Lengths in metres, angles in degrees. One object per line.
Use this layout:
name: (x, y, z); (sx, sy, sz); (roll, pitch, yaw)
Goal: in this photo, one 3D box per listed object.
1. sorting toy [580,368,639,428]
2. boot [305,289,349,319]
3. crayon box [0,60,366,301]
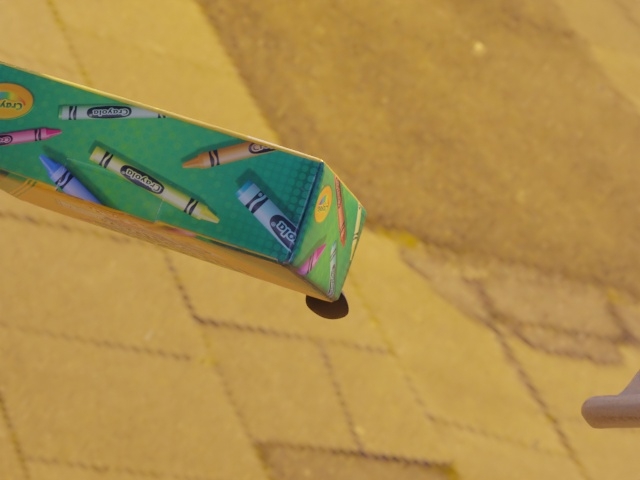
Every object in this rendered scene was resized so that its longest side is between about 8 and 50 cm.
sorting toy: (0.189, -0.018, 0.558); (0.208, 0.193, 0.038); (-45, 100, -20)
boot: (0.000, 0.000, 1.573); (0.106, 0.037, 0.114); (61, 24, -46)
crayon box: (-0.119, -0.044, 1.292); (0.278, 0.081, 0.165); (18, -7, 15)
